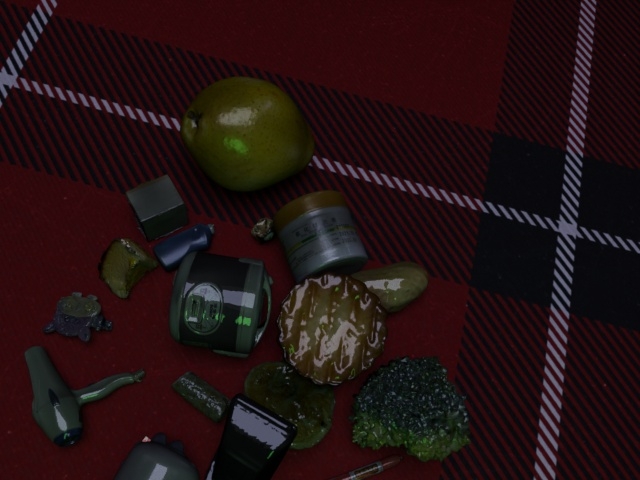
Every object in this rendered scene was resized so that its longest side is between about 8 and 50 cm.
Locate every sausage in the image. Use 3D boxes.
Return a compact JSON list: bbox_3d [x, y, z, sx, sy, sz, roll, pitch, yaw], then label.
[{"bbox_3d":[0.120,0.652,1.779,0.253,0.034,0.034,-17,70,-13],"label":"sausage"}]

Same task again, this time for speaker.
[{"bbox_3d":[-0.203,0.573,1.620,0.180,0.388,0.184,28,50,7],"label":"speaker"}]

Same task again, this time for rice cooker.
[{"bbox_3d":[-0.279,0.182,1.808,0.276,0.288,0.288,11,66,-2],"label":"rice cooker"}]

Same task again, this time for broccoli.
[{"bbox_3d":[0.272,0.483,1.755,0.347,0.281,0.293,12,37,37],"label":"broccoli"}]

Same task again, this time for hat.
[{"bbox_3d":[-0.174,-0.028,2.020,0.076,0.059,0.077,21,65,36],"label":"hat"}]

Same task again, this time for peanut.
[{"bbox_3d":[0.183,0.154,1.942,0.318,0.147,0.148,-12,69,-9],"label":"peanut"}]

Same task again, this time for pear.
[{"bbox_3d":[-0.227,-0.329,1.986,0.418,0.362,0.363,4,63,-37],"label":"pear"}]

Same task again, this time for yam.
[{"bbox_3d":[-0.335,0.441,1.798,0.179,0.078,0.078,34,68,12],"label":"yam"}]

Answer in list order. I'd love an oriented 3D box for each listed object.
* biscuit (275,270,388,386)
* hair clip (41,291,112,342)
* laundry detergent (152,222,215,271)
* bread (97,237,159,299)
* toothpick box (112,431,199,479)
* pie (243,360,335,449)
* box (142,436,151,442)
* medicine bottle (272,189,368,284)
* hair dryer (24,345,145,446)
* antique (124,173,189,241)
[{"bbox_3d":[0.030,0.251,1.815,0.325,0.107,0.326,1,82,-10],"label":"biscuit"},{"bbox_3d":[-0.705,0.225,1.862,0.187,0.056,0.146,15,60,3],"label":"hair clip"},{"bbox_3d":[-0.415,0.010,1.980,0.206,0.061,0.097,-32,66,-19],"label":"laundry detergent"},{"bbox_3d":[-0.593,0.081,1.894,0.140,0.169,0.160,41,84,10],"label":"bread"},{"bbox_3d":[-0.452,0.658,1.627,0.229,0.229,0.316,26,65,5],"label":"toothpick box"},{"bbox_3d":[-0.087,0.446,1.765,0.277,0.079,0.277,12,38,-9],"label":"pie"},{"bbox_3d":[-0.489,0.597,1.746,0.058,0.015,0.093,34,68,7],"label":"box"},{"bbox_3d":[0.000,0.000,1.930,0.237,0.238,0.232,-17,70,-13],"label":"medicine bottle"},{"bbox_3d":[-0.702,0.388,1.785,0.296,0.119,0.298,37,52,14],"label":"hair dryer"},{"bbox_3d":[-0.512,-0.104,1.972,0.152,0.147,0.148,-26,71,-17],"label":"antique"}]
